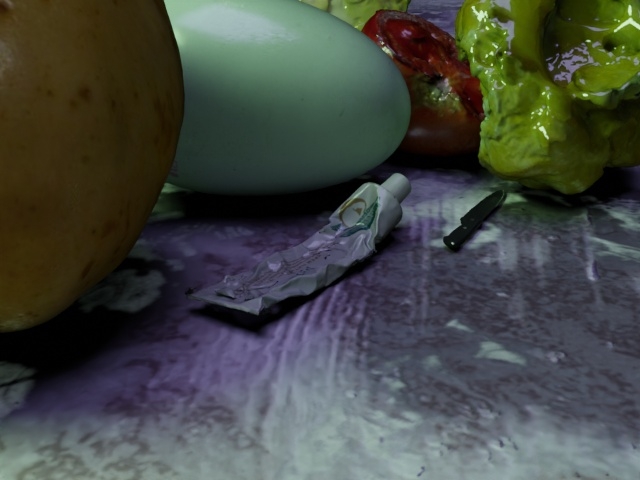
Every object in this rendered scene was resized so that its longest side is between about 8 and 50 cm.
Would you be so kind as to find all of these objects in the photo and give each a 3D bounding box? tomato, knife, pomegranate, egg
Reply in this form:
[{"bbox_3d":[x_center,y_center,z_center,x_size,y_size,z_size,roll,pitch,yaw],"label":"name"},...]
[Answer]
[{"bbox_3d":[0.136,-0.182,0.971,0.233,0.140,0.200,38,35,0],"label":"tomato"},{"bbox_3d":[0.161,-0.026,0.776,0.023,0.010,0.170,17,29,25],"label":"knife"},{"bbox_3d":[-0.302,-0.098,0.607,0.409,0.411,0.410,-2,24,1],"label":"pomegranate"},{"bbox_3d":[-0.084,-0.162,0.837,0.370,0.230,0.230,8,26,6],"label":"egg"}]

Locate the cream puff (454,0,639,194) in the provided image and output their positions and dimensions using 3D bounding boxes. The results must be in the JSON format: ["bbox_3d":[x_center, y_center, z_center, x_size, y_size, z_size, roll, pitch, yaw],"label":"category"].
[{"bbox_3d":[0.270,-0.184,0.808,0.281,0.282,0.185,-25,9,-40],"label":"cream puff"}]

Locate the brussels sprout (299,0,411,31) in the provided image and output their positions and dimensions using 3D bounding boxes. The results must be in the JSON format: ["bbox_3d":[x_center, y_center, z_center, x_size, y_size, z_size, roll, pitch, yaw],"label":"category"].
[{"bbox_3d":[0.033,-0.554,1.643,0.343,0.268,0.344,-1,32,1],"label":"brussels sprout"}]

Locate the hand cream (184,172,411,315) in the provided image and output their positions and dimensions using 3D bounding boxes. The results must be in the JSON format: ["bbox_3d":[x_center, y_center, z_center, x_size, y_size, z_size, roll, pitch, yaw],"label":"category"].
[{"bbox_3d":[0.001,0.003,0.684,0.084,0.050,0.257,15,36,37],"label":"hand cream"}]
